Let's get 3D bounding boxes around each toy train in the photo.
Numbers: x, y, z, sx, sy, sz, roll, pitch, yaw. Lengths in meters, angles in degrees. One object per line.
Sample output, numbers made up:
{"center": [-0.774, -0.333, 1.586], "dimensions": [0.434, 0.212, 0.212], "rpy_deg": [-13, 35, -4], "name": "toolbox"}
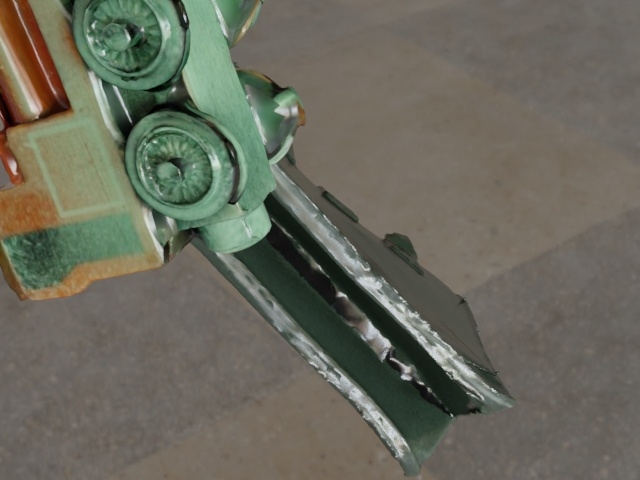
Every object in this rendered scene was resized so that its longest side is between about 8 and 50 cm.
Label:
{"center": [-0.081, -0.069, 0.390], "dimensions": [0.118, 0.176, 0.074], "rpy_deg": [-12, 20, 25], "name": "toy train"}

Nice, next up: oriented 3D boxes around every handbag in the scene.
{"center": [-0.001, 0.001, 0.685], "dimensions": [0.079, 0.247, 0.260], "rpy_deg": [-42, 8, 8], "name": "handbag"}
